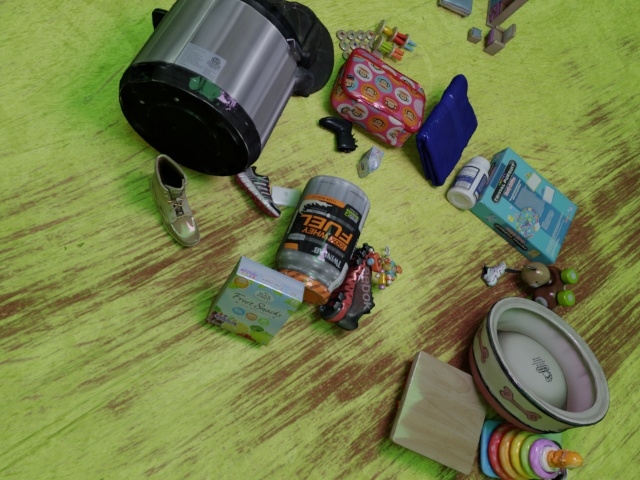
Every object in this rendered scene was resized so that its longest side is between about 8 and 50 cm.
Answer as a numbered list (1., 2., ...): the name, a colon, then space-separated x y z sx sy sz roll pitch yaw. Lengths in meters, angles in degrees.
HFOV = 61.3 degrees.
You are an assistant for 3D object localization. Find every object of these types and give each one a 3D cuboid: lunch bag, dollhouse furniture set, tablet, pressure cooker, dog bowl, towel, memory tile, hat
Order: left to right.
1. pressure cooker: -0.241 -0.416 1.344 0.370 0.376 0.420 44 57 -39
2. tablet: -0.100 -0.125 1.543 0.083 0.006 0.054 8 73 -21
3. hat: -0.075 -0.605 1.607 0.332 0.134 0.330 6 74 -22
4. memory tile: 0.128 -0.639 1.766 0.148 0.012 0.113 -10 81 -25
5. lunch bag: 0.148 -0.235 1.638 0.053 0.071 0.083 27 68 -16
6. lunch bag: 0.186 -0.456 1.680 0.293 0.120 0.258 27 54 -17
7. towel: 0.399 -0.351 1.729 0.308 0.076 0.227 -56 136 -27
8. dollhouse furniture set: 0.564 -0.875 1.907 0.304 0.198 0.286 17 70 -18
9. dog bowl: 0.612 0.369 1.560 0.408 0.150 0.407 19 41 -18

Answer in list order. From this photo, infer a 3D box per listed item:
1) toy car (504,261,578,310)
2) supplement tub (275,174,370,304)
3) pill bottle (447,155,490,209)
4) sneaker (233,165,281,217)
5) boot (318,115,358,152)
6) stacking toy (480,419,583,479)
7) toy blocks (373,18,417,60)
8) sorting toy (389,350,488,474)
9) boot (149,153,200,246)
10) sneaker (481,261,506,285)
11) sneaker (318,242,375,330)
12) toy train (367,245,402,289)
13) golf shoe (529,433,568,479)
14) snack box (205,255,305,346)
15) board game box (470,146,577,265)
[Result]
1. toy car: 0.686 0.128 1.715 0.189 0.155 0.148 27 68 -20
2. supplement tub: 0.000 0.000 1.449 0.194 0.194 0.315 27 68 -15
3. pill bottle: 0.488 -0.191 1.757 0.094 0.094 0.169 38 66 -10
4. sneaker: -0.158 -0.139 1.489 0.075 0.063 0.170 -42 90 -20
5. boot: 0.055 -0.319 1.635 0.121 0.045 0.099 3 72 -29
6. stacking toy: 0.597 0.593 1.486 0.175 0.302 0.165 12 72 -20
7. toy blocks: 0.253 -0.649 1.792 0.148 0.054 0.123 20 64 -24
8. sorting toy: 0.325 0.481 1.519 0.257 0.089 0.255 29 68 -14
9. boot: -0.356 -0.095 1.337 0.077 0.165 0.213 -26 86 -25
10. sneaker: 0.553 0.091 1.743 0.069 0.038 0.098 44 64 -8
11. sneaker: 0.099 0.135 1.513 0.135 0.098 0.276 45 53 -25
12. toy train: 0.190 0.071 1.541 0.166 0.046 0.125 -21 101 -61
13. golf shoe: 0.696 0.656 1.616 0.105 0.120 0.272 25 67 -14
14. snack box: -0.163 0.154 1.332 0.175 0.207 0.070 25 38 -14
15. board game box: 0.688 -0.112 1.829 0.336 0.079 0.253 38 66 -10
